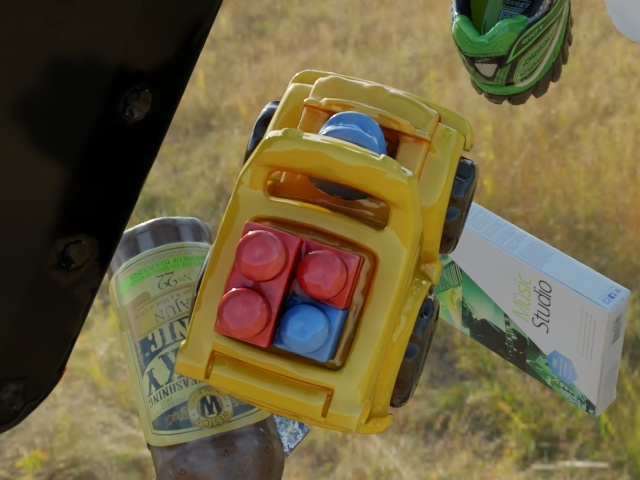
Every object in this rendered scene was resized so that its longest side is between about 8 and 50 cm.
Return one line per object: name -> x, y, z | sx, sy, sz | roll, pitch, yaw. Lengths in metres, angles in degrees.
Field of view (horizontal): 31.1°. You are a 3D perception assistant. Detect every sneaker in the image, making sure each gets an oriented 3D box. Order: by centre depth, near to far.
sneaker -> 0.204, -0.310, 1.089 | 0.134, 0.343, 0.146 | 7, -8, 20

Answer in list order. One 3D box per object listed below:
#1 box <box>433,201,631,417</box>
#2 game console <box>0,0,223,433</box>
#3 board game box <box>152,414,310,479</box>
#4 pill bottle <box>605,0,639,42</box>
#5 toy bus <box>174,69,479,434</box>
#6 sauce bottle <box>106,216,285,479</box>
box -> 0.294, 0.091, 1.678 | 0.058, 0.232, 0.322 | -35, 50, -27
game console -> -0.218, -0.053, 0.535 | 0.342, 0.386, 0.060 | 5, 28, -48
board game box -> -0.174, 0.389, 1.934 | 0.291, 0.141, 0.232 | -48, -3, -16
pill bottle -> 0.321, -0.212, 0.928 | 0.180, 0.108, 0.108 | -15, 23, -29
toy bus -> 0.000, 0.000, 0.661 | 0.149, 0.220, 0.211 | 17, -3, 9
sauce bottle -> -0.091, 0.142, 0.940 | 0.111, 0.111, 0.344 | -12, 59, -17
